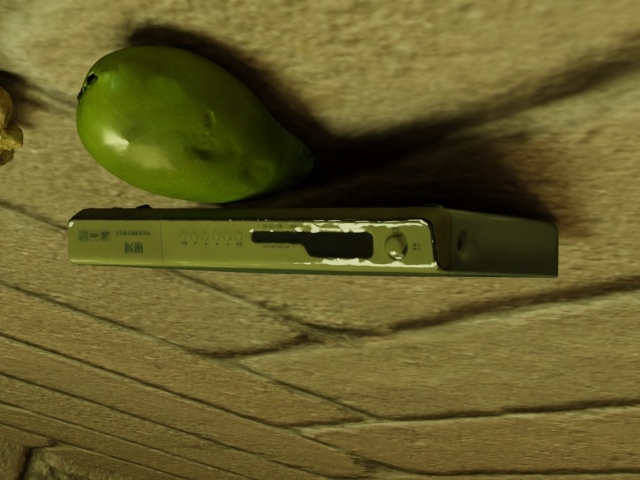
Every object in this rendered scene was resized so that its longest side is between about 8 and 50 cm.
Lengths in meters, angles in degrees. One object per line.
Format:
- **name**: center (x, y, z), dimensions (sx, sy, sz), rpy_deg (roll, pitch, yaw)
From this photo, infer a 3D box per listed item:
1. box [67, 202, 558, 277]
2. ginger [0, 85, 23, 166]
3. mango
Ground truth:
- **box**: center (0.000, 0.001, 0.809), dimensions (0.270, 0.045, 0.211), rpy_deg (0, 178, 32)
- **ginger**: center (-0.295, -0.080, 0.836), dimensions (0.176, 0.052, 0.193), rpy_deg (13, 163, -17)
- **mango**: center (-0.068, -0.058, 0.720), dimensions (0.091, 0.074, 0.165), rpy_deg (-20, 150, 40)
